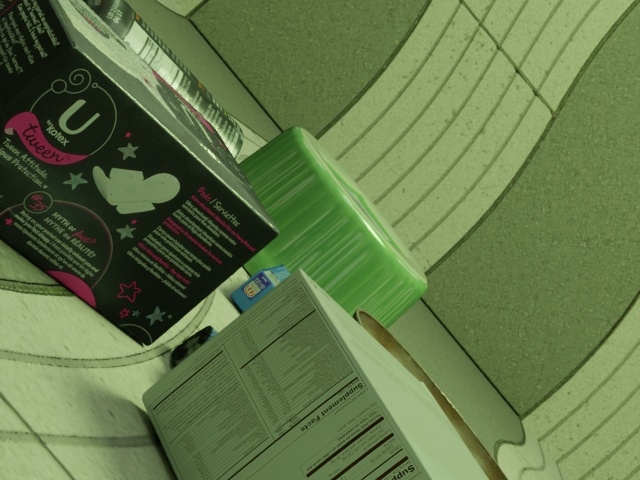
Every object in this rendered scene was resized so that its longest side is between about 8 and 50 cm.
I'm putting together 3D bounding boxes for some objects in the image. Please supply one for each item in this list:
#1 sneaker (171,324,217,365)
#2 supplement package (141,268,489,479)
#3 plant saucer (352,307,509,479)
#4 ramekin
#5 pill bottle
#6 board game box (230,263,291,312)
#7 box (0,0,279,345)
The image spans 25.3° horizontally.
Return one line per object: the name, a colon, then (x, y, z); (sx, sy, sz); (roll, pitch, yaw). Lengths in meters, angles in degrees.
sneaker: (-0.079, 0.110, 1.099); (0.058, 0.052, 0.135); (53, 6, -14)
supplement package: (0.017, 0.169, 0.969); (0.194, 0.149, 0.203); (44, 9, -46)
plant saucer: (0.119, 0.205, 1.495); (0.311, 0.050, 0.310); (51, 7, -8)
ramekin: (0.000, 0.000, 1.810); (0.303, 0.148, 0.303); (50, 7, -8)
pill bottle: (-0.196, -0.146, 1.373); (0.246, 0.130, 0.130); (48, 7, -25)
board game box: (-0.003, 0.122, 1.547); (0.210, 0.047, 0.160); (51, 6, 4)
box: (-0.171, -0.069, 1.058); (0.247, 0.142, 0.163); (45, 9, -44)
